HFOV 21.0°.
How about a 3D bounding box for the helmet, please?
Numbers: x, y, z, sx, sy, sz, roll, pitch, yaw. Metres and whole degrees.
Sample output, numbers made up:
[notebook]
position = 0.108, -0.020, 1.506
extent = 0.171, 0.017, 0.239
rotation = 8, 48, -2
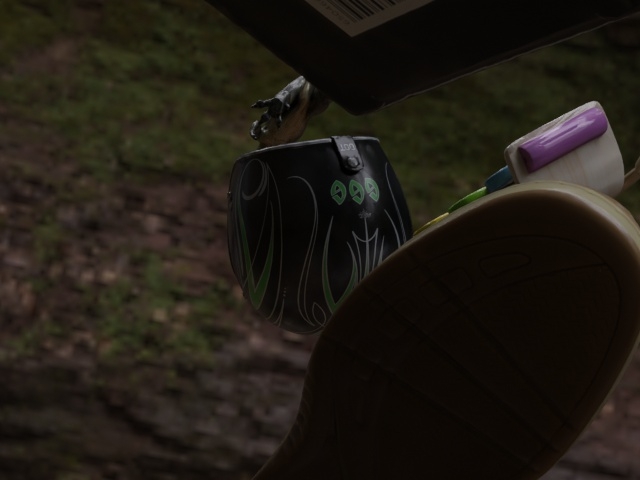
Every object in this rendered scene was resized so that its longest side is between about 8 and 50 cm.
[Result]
[helmet]
position = 0.000, 0.000, 1.469
extent = 0.169, 0.161, 0.169
rotation = -7, -3, 0

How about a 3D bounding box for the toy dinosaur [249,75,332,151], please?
[toy dinosaur]
position = -0.014, -0.146, 1.730
extent = 0.064, 0.268, 0.118
rotation = 35, 1, 3

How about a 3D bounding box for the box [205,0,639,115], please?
[box]
position = 0.104, -0.312, 1.039
extent = 0.212, 0.395, 0.293
rotation = 36, -24, -21

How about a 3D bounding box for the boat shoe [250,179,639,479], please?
[boat shoe]
position = 0.057, 0.078, 0.856
extent = 0.121, 0.110, 0.341
rotation = 44, -49, 7

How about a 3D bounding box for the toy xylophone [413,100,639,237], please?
[toy xylophone]
position = 0.176, -0.024, 1.581
extent = 0.236, 0.081, 0.323
rotation = -26, -8, -39
